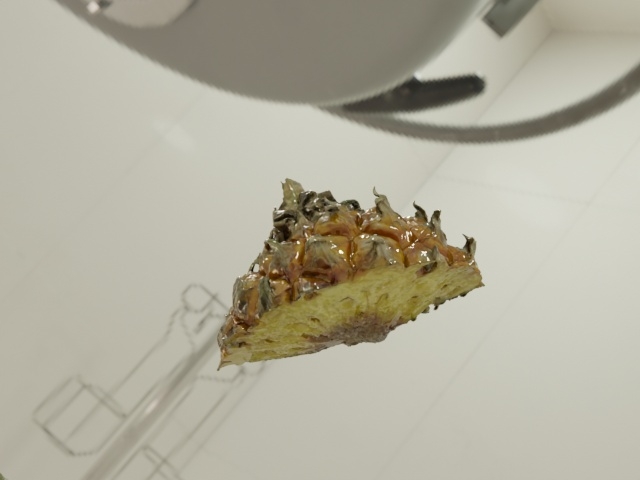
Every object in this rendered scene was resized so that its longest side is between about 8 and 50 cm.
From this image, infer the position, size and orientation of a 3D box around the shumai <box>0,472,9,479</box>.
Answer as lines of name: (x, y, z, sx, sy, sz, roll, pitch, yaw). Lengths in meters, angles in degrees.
shumai: (-0.167, 0.217, 0.579, 0.189, 0.218, 0.256, 20, 24, -41)

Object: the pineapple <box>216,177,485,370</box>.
pineapple: (0.006, -0.001, 1.040, 0.140, 0.249, 0.164, 59, 21, -68)
